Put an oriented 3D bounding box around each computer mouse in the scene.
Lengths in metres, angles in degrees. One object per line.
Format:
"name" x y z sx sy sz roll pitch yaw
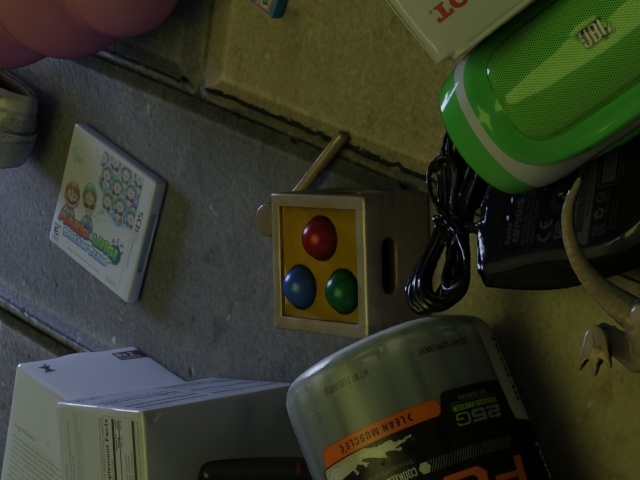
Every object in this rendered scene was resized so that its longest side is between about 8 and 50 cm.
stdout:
"computer mouse" 0.199 -0.025 1.628 0.272 0.072 0.188 -8 60 46

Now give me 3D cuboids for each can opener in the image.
"can opener" -0.021 0.220 1.844 0.059 0.186 0.073 113 160 -57

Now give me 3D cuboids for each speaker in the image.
"speaker" 0.233 -0.155 1.510 0.296 0.131 0.131 -36 68 30

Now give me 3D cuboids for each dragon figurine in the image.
"dragon figurine" 0.274 0.087 1.507 0.085 0.144 0.289 -45 68 30

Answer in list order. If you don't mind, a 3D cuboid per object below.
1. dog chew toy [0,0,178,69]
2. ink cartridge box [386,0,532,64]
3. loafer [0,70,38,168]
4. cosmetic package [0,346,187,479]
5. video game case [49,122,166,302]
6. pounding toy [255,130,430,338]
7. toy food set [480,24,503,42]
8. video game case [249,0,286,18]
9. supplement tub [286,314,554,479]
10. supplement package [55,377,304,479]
"dog chew toy" -0.276 -0.276 2.050 0.332 0.206 0.207 7 99 39
"ink cartridge box" 0.091 -0.308 1.513 0.211 0.121 0.289 -37 90 14
"loafer" -0.424 -0.208 2.287 0.319 0.112 0.111 42 119 27
"cosmetic package" -0.227 0.228 2.079 0.151 0.151 0.184 29 117 42
"video game case" -0.232 -0.031 2.153 0.157 0.019 0.143 35 119 40
"pounding toy" -0.004 -0.010 1.848 0.206 0.094 0.181 4 97 47
"toy food set" 0.176 -0.264 1.648 0.128 0.071 0.218 -142 58 -70
"video game case" -0.075 -0.307 1.952 0.166 0.015 0.119 40 123 38
"supplement tub" 0.108 0.237 1.679 0.193 0.193 0.316 -38 67 43
"supplement package" -0.128 0.276 1.935 0.145 0.204 0.262 1 95 47
